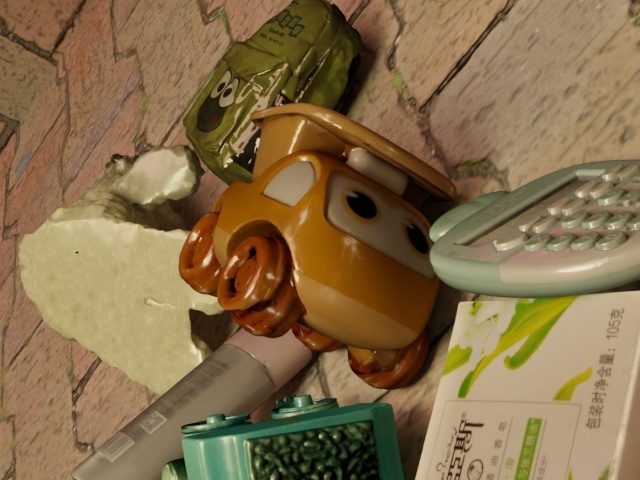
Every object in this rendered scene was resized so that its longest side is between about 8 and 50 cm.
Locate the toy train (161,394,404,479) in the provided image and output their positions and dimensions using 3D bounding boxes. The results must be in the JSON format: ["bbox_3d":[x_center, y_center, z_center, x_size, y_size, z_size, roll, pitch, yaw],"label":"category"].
[{"bbox_3d":[-0.030,0.199,0.994,0.163,0.203,0.112,160,99,-67],"label":"toy train"}]

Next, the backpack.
[{"bbox_3d":[-0.048,-0.177,1.392,0.253,0.140,0.207,-54,30,3],"label":"backpack"}]

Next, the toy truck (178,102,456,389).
[{"bbox_3d":[0.000,0.000,1.096,0.211,0.204,0.288,-64,27,-3],"label":"toy truck"}]

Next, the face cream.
[{"bbox_3d":[-0.132,0.181,1.186,0.269,0.073,0.107,-40,26,-22],"label":"face cream"}]

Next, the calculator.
[{"bbox_3d":[0.185,-0.010,0.864,0.184,0.042,0.295,-29,14,-20],"label":"calculator"}]

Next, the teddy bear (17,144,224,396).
[{"bbox_3d":[-0.211,0.024,1.526,0.362,0.375,0.327,-20,-53,-67],"label":"teddy bear"}]

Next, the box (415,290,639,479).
[{"bbox_3d":[0.163,0.174,0.785,0.194,0.111,0.260,-11,60,56],"label":"box"}]
